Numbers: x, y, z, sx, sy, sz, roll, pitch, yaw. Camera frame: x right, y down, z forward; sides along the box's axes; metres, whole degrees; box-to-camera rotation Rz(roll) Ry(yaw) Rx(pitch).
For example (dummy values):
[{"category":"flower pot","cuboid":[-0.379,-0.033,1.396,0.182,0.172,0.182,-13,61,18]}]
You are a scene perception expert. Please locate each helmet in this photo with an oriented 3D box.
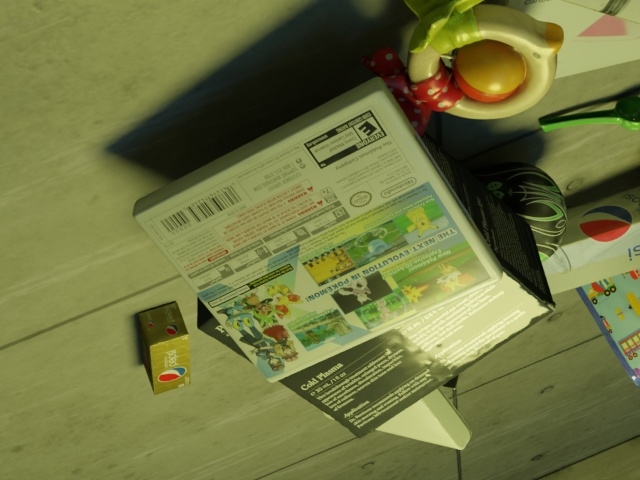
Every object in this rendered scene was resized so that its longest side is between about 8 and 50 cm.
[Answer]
[{"category":"helmet","cuboid":[0.273,-0.034,1.824,0.161,0.169,0.169,-1,152,0]}]

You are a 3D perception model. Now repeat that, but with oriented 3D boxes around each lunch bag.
[{"category":"lunch bag","cuboid":[0.570,0.090,2.157,0.221,0.293,0.138,-35,152,21]}]

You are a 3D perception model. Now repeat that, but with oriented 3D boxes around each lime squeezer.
[{"category":"lime squeezer","cuboid":[0.462,-0.220,1.788,0.310,0.059,0.110,-32,120,16]}]

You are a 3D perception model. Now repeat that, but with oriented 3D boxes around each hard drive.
[{"category":"hard drive","cuboid":[0.069,0.226,1.974,0.040,0.307,0.203,-52,122,-25]}]

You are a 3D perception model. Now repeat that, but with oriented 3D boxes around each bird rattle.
[{"category":"bird rattle","cuboid":[0.154,-0.190,1.406,0.207,0.143,0.253,14,137,-4]}]

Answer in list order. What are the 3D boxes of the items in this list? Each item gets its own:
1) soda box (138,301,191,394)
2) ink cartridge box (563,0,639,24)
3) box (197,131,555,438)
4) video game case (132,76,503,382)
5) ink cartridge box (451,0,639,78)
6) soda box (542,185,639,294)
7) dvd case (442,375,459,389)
[{"category":"soda box","cuboid":[-0.231,0.163,1.899,0.061,0.058,0.181,-17,152,-14]},{"category":"ink cartridge box","cuboid":[0.294,-0.347,1.238,0.307,0.129,0.223,7,128,-38]},{"category":"box","cuboid":[0.066,0.044,1.660,0.343,0.179,0.312,-37,125,24]},{"category":"video game case","cuboid":[0.000,0.000,1.481,0.329,0.036,0.300,-26,121,18]},{"category":"ink cartridge box","cuboid":[0.340,-0.314,1.476,0.324,0.071,0.330,-15,154,-17]},{"category":"soda box","cuboid":[0.456,-0.004,2.050,0.286,0.091,0.098,-17,127,2]},{"category":"dvd case","cuboid":[0.210,0.118,1.963,0.029,0.179,0.239,13,-173,2]}]
